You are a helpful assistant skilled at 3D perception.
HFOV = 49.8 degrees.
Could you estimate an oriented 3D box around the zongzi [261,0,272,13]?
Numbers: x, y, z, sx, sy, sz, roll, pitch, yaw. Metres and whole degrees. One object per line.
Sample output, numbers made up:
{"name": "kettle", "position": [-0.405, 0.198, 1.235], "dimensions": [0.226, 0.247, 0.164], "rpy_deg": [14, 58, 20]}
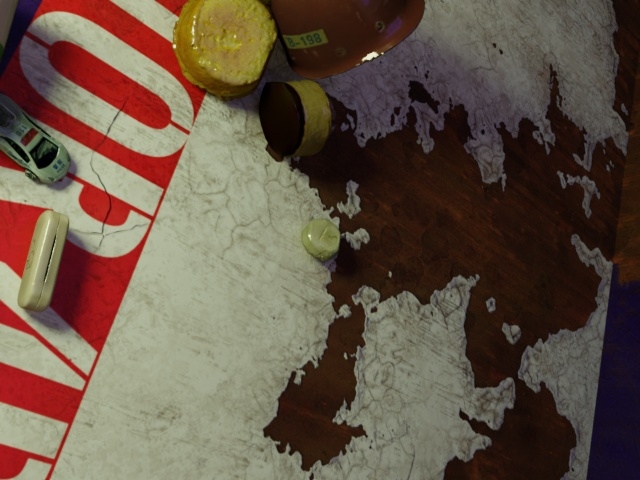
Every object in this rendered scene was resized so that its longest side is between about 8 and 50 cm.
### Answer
{"name": "zongzi", "position": [-0.170, -0.671, 1.744], "dimensions": [0.248, 0.111, 0.241], "rpy_deg": [24, 80, -26]}

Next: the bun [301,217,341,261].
{"name": "bun", "position": [0.000, 0.000, 1.775], "dimensions": [0.115, 0.069, 0.115], "rpy_deg": [19, 52, -26]}

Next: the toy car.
{"name": "toy car", "position": [-0.581, -0.198, 1.355], "dimensions": [0.205, 0.056, 0.095], "rpy_deg": [44, 57, -24]}

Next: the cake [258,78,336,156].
{"name": "cake", "position": [-0.033, -0.311, 1.713], "dimensions": [0.178, 0.207, 0.185], "rpy_deg": [-20, 52, -29]}

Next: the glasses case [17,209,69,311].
{"name": "glasses case", "position": [-0.535, 0.039, 1.333], "dimensions": [0.050, 0.083, 0.196], "rpy_deg": [18, 70, -33]}

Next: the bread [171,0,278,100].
{"name": "bread", "position": [-0.222, -0.468, 1.619], "dimensions": [0.268, 0.146, 0.268], "rpy_deg": [-1, 93, -27]}

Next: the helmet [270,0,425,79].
{"name": "helmet", "position": [0.026, -0.583, 1.628], "dimensions": [0.230, 0.385, 0.337], "rpy_deg": [46, 65, -43]}

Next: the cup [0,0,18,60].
{"name": "cup", "position": [-0.664, -0.379, 1.211], "dimensions": [0.253, 0.253, 0.274], "rpy_deg": [10, 82, -37]}
